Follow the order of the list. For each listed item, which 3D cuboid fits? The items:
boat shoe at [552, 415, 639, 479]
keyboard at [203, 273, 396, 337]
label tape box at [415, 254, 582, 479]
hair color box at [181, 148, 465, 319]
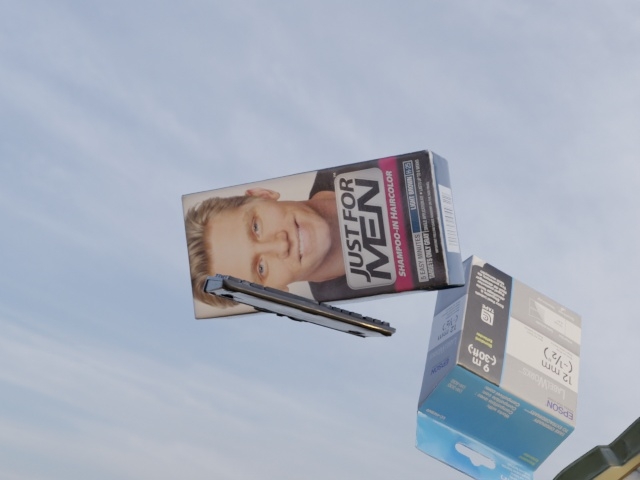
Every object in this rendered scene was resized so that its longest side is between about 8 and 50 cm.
[{"bbox_3d":[0.465,0.301,1.274,0.302,0.113,0.103,-36,-82,18],"label":"boat shoe"},{"bbox_3d":[-0.024,0.065,0.929,0.180,0.023,0.108,18,-12,-18],"label":"keyboard"},{"bbox_3d":[0.305,0.229,1.570,0.249,0.347,0.115,29,-43,-16],"label":"label tape box"},{"bbox_3d":[0.000,0.000,1.229,0.348,0.173,0.105,-10,-6,20],"label":"hair color box"}]
